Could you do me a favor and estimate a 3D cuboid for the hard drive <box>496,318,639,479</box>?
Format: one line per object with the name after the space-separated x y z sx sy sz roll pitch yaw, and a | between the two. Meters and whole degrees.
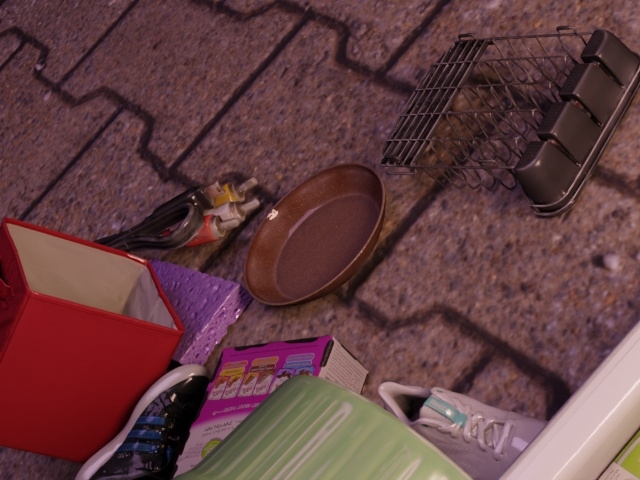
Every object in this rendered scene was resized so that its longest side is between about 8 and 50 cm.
0.252 0.106 1.120 0.040 0.203 0.307 39 79 24 | hard drive

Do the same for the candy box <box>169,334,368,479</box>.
-0.062 0.214 1.468 0.159 0.071 0.233 -10 46 41 | candy box

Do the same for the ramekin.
0.033 0.243 1.141 0.148 0.303 0.303 -48 33 -17 | ramekin

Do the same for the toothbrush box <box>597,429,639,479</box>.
0.352 0.190 1.002 0.206 0.122 0.283 -49 35 -4 | toothbrush box

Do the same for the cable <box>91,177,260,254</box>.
-0.206 0.006 1.847 0.287 0.072 0.139 -28 20 28 | cable

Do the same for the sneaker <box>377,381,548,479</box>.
0.129 0.168 1.291 0.212 0.094 0.080 7 58 50 | sneaker

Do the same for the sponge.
-0.178 0.087 1.769 0.210 0.031 0.117 13 63 54 | sponge

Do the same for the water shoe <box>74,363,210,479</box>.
-0.177 0.227 1.601 0.203 0.073 0.080 -49 55 2 | water shoe

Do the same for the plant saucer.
0.000 0.000 1.665 0.198 0.036 0.199 -28 37 23 | plant saucer

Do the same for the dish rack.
0.192 -0.134 1.573 0.271 0.074 0.208 6 57 52 | dish rack

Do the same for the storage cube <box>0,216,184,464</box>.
-0.295 0.116 1.669 0.193 0.215 0.184 -64 30 17 | storage cube
